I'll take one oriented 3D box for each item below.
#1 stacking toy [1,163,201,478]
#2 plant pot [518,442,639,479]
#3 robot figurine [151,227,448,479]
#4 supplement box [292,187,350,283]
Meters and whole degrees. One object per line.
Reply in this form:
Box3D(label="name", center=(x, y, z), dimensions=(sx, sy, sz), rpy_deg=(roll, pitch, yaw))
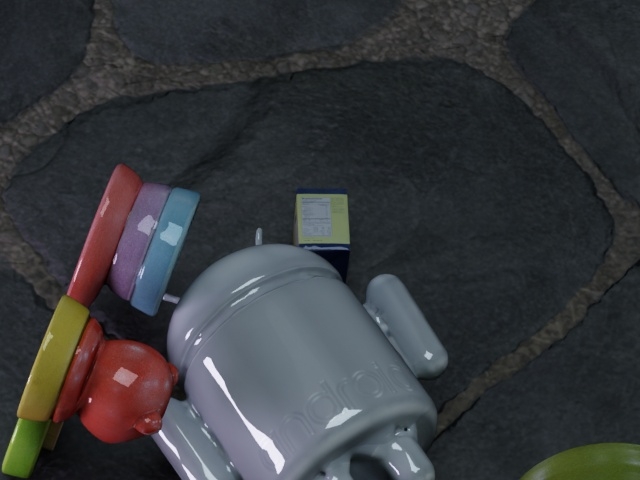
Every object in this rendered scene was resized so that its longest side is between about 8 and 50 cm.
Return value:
Box3D(label="stacking toy", center=(-0.199, 0.103, 1.923), dimensions=(0.130, 0.279, 0.309), rpy_deg=(21, 51, -4))
Box3D(label="plant pot", center=(0.255, 0.365, 1.703), dimensions=(0.366, 0.366, 0.353), rpy_deg=(11, 30, 4))
Box3D(label="robot figurine", center=(-0.021, 0.145, 1.937), dimensions=(0.300, 0.200, 0.353), rpy_deg=(-28, 60, -17))
Box3D(label="supplement box", center=(0.000, 0.000, 2.117), dimensions=(0.056, 0.083, 0.083), rpy_deg=(1, 54, -5))
